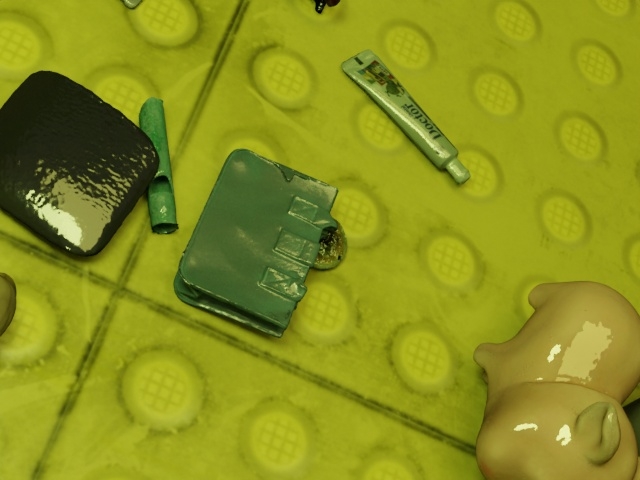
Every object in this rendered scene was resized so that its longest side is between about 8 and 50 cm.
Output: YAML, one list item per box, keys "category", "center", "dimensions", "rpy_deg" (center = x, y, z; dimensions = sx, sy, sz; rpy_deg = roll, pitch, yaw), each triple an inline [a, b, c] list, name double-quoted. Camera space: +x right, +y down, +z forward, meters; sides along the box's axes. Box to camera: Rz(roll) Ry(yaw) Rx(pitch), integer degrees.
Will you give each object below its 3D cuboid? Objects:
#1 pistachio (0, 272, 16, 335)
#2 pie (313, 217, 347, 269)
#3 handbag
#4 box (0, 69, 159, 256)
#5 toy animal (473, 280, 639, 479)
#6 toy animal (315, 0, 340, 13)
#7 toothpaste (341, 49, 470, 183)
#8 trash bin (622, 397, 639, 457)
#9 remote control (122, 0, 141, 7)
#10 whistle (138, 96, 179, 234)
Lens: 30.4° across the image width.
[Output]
- category: "pistachio"
  center: [-0.412, 0.089, 1.344]
  dimensions: [0.113, 0.113, 0.149]
  rpy_deg: [40, 72, -2]
- category: "pie"
  center: [0.002, 0.001, 1.614]
  dimensions: [0.084, 0.021, 0.084]
  rpy_deg: [9, 64, -20]
- category: "handbag"
  center: [-0.078, 0.002, 1.544]
  dimensions: [0.179, 0.062, 0.229]
  rpy_deg: [23, 59, -6]
- category: "box"
  center: [-0.326, -0.098, 1.493]
  dimensions: [0.212, 0.042, 0.201]
  rpy_deg: [32, 65, -1]
- category: "toy animal"
  center: [0.325, 0.211, 1.542]
  dimensions: [0.326, 0.269, 0.237]
  rpy_deg: [-51, 136, -11]
- category: "toy animal"
  center: [-0.045, -0.412, 1.763]
  dimensions: [0.202, 0.070, 0.105]
  rpy_deg: [37, 14, 4]
- category: "toothpaste"
  center: [0.132, -0.183, 1.754]
  dimensions: [0.067, 0.037, 0.255]
  rpy_deg: [-36, 80, -33]
- category: "trash bin"
  center: [0.548, 0.262, 1.591]
  dimensions: [0.219, 0.250, 0.219]
  rpy_deg: [-9, 70, -35]
- category: "remote control"
  center: [-0.237, -0.403, 1.698]
  dimensions: [0.050, 0.027, 0.184]
  rpy_deg: [37, 62, -3]
- category: "whistle"
  center: [-0.215, -0.100, 1.555]
  dimensions: [0.039, 0.039, 0.186]
  rpy_deg: [1, 66, -24]
